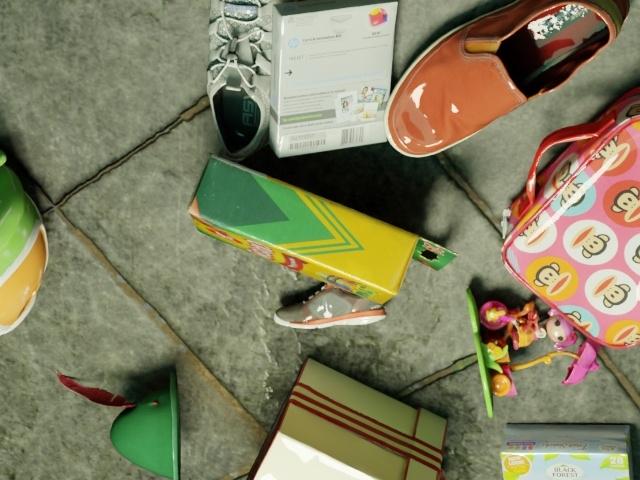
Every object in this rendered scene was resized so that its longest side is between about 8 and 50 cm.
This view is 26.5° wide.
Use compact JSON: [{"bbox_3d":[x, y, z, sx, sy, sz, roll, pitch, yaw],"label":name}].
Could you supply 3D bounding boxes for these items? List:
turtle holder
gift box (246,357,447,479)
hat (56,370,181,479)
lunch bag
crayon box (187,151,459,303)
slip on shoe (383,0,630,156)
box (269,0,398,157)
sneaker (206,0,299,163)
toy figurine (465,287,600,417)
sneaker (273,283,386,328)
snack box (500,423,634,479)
[{"bbox_3d":[-0.516,0.020,1.806,0.320,0.243,0.227,-11,136,11],"label":"turtle holder"},{"bbox_3d":[0.029,0.356,1.875,0.258,0.255,0.276,25,119,0],"label":"gift box"},{"bbox_3d":[-0.292,0.273,1.929,0.184,0.208,0.173,-2,87,-5],"label":"hat"},{"bbox_3d":[0.356,-0.034,1.612,0.258,0.120,0.293,37,124,-10],"label":"lunch bag"},{"bbox_3d":[0.000,0.000,1.679,0.319,0.202,0.081,21,83,1],"label":"crayon box"},{"bbox_3d":[0.204,-0.196,1.554,0.331,0.101,0.123,-31,111,28],"label":"slip on shoe"},{"bbox_3d":[0.013,-0.195,1.604,0.145,0.038,0.186,-11,127,-19],"label":"box"},{"bbox_3d":[-0.084,-0.220,1.608,0.105,0.115,0.281,4,123,12],"label":"sneaker"},{"bbox_3d":[0.281,0.133,1.766,0.159,0.130,0.173,-11,95,5],"label":"toy figurine"},{"bbox_3d":[0.012,0.082,1.827,0.158,0.061,0.065,-6,94,17],"label":"sneaker"},{"bbox_3d":[0.350,0.356,1.896,0.174,0.070,0.207,-2,120,17],"label":"snack box"}]
